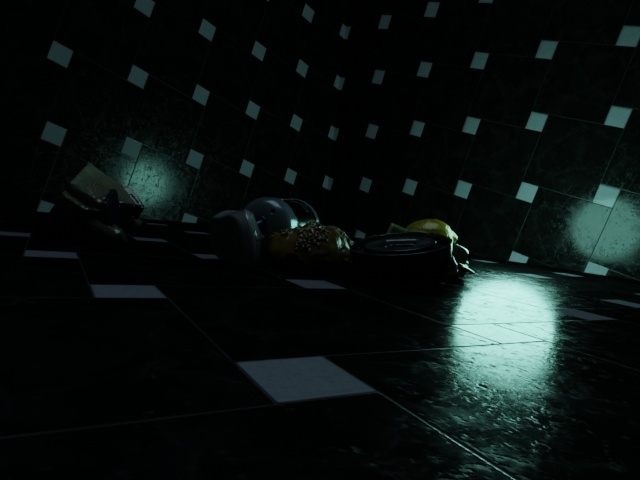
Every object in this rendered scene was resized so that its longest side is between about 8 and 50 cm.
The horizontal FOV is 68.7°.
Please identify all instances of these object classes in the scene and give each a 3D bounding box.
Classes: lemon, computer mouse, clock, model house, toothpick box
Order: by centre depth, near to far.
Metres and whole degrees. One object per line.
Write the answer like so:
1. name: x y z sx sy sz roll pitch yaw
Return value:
1. clock: 0.240 0.033 1.413 0.313 0.061 0.312 -5 11 1
2. computer mouse: -0.247 -0.007 1.459 0.121 0.184 0.297 -9 4 -34
3. model house: -0.784 -0.091 1.658 0.284 0.243 0.298 32 20 -23
4. clock: 0.434 0.045 1.809 0.286 0.117 0.348 22 2 -28
5. toothpick box: -0.182 -0.044 1.853 0.263 0.263 0.355 8 4 22
6. lemon: 0.547 0.002 2.370 0.288 0.233 0.233 -4 2 10

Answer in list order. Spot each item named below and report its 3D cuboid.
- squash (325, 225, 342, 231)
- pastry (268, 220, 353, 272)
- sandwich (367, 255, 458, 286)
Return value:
1. squash: -0.006 0.003 2.136 0.118 0.118 0.370 5 -8 -24
2. pastry: -0.024 0.017 1.564 0.255 0.161 0.311 11 7 33
3. sandwich: 0.292 0.088 1.527 0.226 0.087 0.251 -9 10 -28
